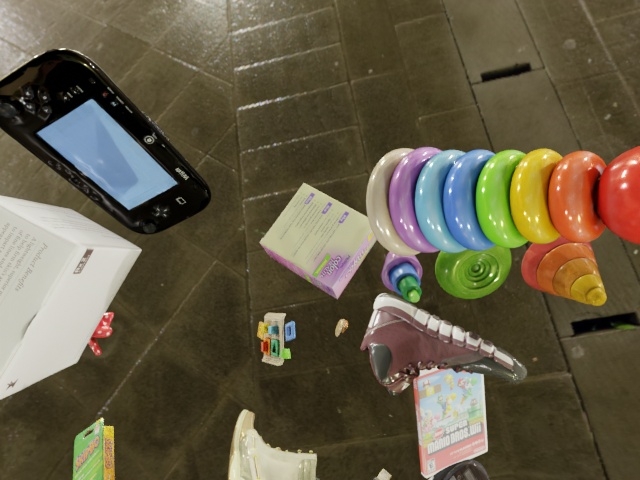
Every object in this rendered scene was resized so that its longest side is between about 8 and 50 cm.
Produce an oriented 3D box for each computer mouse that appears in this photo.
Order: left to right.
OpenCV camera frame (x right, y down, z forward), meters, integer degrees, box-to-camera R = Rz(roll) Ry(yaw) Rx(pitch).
[{"bbox_3d":[0.165,0.450,0.783,0.262,0.060,0.184,-38,94,-21],"label":"computer mouse"}]

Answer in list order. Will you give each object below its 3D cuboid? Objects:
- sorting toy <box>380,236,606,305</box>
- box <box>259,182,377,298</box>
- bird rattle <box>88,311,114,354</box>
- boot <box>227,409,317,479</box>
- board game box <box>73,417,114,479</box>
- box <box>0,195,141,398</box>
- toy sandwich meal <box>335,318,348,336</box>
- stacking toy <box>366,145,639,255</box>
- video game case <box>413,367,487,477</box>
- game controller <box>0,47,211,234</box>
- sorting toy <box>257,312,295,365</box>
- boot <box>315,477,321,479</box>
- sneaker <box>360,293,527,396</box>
[{"bbox_3d":[0.282,0.064,0.707,0.365,0.127,0.126,-1,26,-5],"label":"sorting toy"},{"bbox_3d":[0.000,0.000,1.253,0.242,0.117,0.214,30,76,20],"label":"box"},{"bbox_3d":[-0.620,0.195,1.069,0.143,0.207,0.254,-31,108,4],"label":"bird rattle"},{"bbox_3d":[-0.090,0.415,0.874,0.164,0.213,0.077,4,110,-7],"label":"boot"},{"bbox_3d":[-0.515,0.551,1.027,0.124,0.039,0.260,-36,54,21],"label":"board game box"},{"bbox_3d":[-0.329,0.058,0.522,0.119,0.182,0.181,29,87,-1],"label":"box"},{"bbox_3d":[0.089,0.371,1.924,0.029,0.085,0.086,20,72,-7],"label":"toy sandwich meal"},{"bbox_3d":[0.208,-0.046,0.484,0.330,0.141,0.141,3,64,50],"label":"stacking toy"},{"bbox_3d":[0.337,0.444,1.166,0.203,0.025,0.286,-11,101,-21],"label":"video game case"},{"bbox_3d":[-0.309,-0.128,0.678,0.166,0.319,0.067,-18,49,18],"label":"game controller"},{"bbox_3d":[-0.196,0.383,1.782,0.047,0.347,0.196,9,79,-28],"label":"sorting toy"},{"bbox_3d":[-0.031,0.535,0.898,0.246,0.161,0.084,0,81,22],"label":"boot"},{"bbox_3d":[0.198,0.220,0.803,0.281,0.106,0.163,24,84,26],"label":"sneaker"}]
